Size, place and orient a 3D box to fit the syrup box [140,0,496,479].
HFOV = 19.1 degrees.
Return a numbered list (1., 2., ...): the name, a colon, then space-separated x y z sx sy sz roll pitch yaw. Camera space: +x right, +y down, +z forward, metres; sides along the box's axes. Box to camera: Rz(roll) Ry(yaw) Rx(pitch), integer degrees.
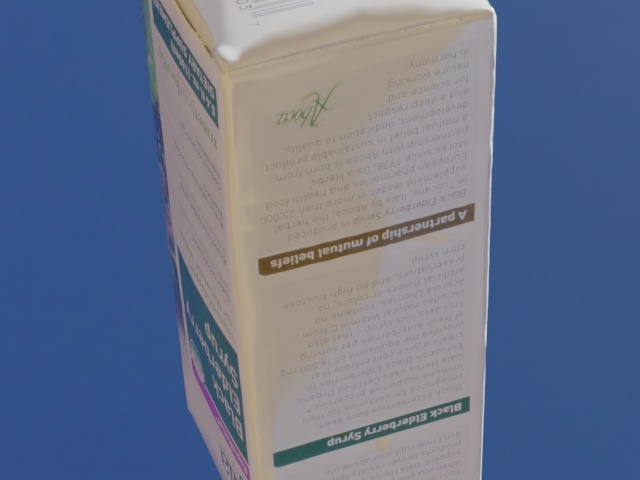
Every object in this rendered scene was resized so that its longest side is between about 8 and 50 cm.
1. syrup box: 0.000 0.000 0.685 0.093 0.096 0.237 -120 -159 -45
